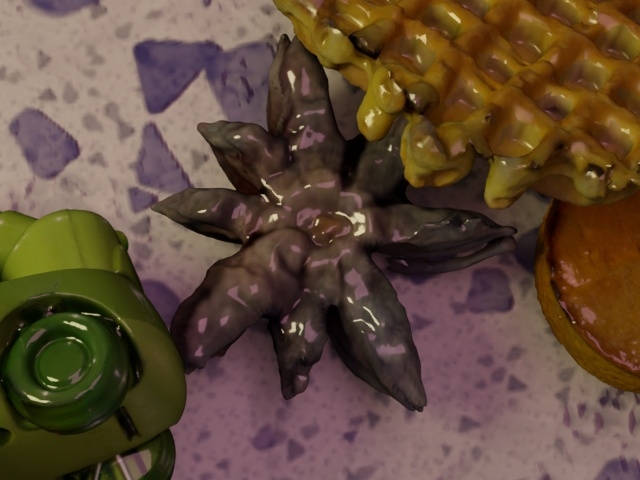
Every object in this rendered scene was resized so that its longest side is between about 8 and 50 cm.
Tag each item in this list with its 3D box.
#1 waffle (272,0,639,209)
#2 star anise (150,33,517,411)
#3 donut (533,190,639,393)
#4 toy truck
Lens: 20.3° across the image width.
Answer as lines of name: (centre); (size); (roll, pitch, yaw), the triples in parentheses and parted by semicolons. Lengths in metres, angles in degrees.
waffle: (0.137, -0.121, 1.060); (0.329, 0.062, 0.329); (10, 41, -9)
star anise: (0.000, 0.000, 1.034); (0.236, 0.093, 0.229); (-33, 83, -21)
donut: (0.210, 0.012, 1.093); (0.174, 0.074, 0.190); (16, 66, -7)
toy truck: (-0.165, 0.055, 0.951); (0.187, 0.148, 0.210); (-5, 58, 8)
